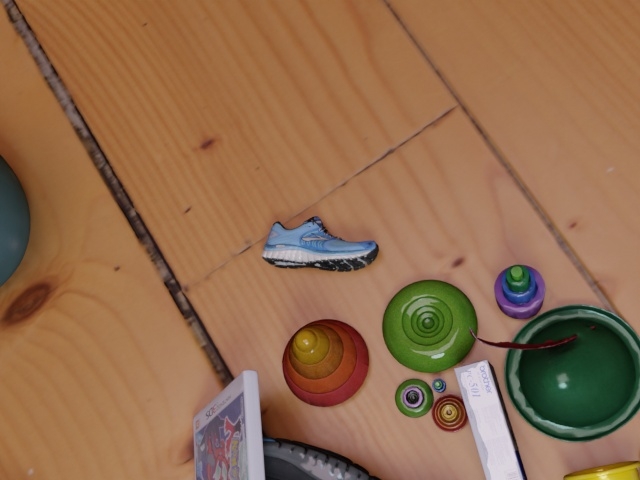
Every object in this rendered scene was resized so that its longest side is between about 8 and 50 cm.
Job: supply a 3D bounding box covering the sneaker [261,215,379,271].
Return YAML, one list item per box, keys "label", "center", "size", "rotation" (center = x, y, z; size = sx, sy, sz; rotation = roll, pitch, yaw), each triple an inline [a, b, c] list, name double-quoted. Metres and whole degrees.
- label: "sneaker"
  center: [0.000, 0.000, 1.300]
  size: [0.162, 0.063, 0.073]
  rotation: [4, 75, 12]

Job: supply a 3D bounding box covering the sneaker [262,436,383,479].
- label: "sneaker"
  center: [0.033, 0.346, 1.182]
  size: [0.341, 0.125, 0.140]
  rotation: [20, 84, 16]

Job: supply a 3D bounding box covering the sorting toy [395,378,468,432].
- label: "sorting toy"
  center: [0.145, 0.208, 1.233]
  size: [0.102, 0.042, 0.061]
  rotation: [20, 82, 15]

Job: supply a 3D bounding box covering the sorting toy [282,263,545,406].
- label: "sorting toy"
  center: [0.109, 0.102, 1.216]
  size: [0.365, 0.126, 0.127]
  rotation: [-20, 65, 7]

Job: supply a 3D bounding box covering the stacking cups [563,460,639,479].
- label: "stacking cups"
  center: [0.372, 0.423, 1.110]
  size: [0.096, 0.096, 0.316]
  rotation: [-15, 75, 8]

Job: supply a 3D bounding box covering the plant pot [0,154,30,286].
- label: "plant pot"
  center: [-0.546, -0.032, 1.328]
  size: [0.293, 0.235, 0.293]
  rotation: [-2, 78, 11]

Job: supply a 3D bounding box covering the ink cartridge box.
- label: "ink cartridge box"
  center: [0.220, 0.255, 1.178]
  size: [0.046, 0.097, 0.207]
  rotation: [-17, 75, 10]

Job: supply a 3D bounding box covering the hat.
- label: "hat"
  center: [0.304, 0.155, 1.133]
  size: [0.208, 0.183, 0.173]
  rotation: [-22, 76, 3]

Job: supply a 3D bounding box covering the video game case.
- label: "video game case"
  center: [-0.117, 0.288, 1.189]
  size: [0.023, 0.183, 0.201]
  rotation: [9, 58, -26]
